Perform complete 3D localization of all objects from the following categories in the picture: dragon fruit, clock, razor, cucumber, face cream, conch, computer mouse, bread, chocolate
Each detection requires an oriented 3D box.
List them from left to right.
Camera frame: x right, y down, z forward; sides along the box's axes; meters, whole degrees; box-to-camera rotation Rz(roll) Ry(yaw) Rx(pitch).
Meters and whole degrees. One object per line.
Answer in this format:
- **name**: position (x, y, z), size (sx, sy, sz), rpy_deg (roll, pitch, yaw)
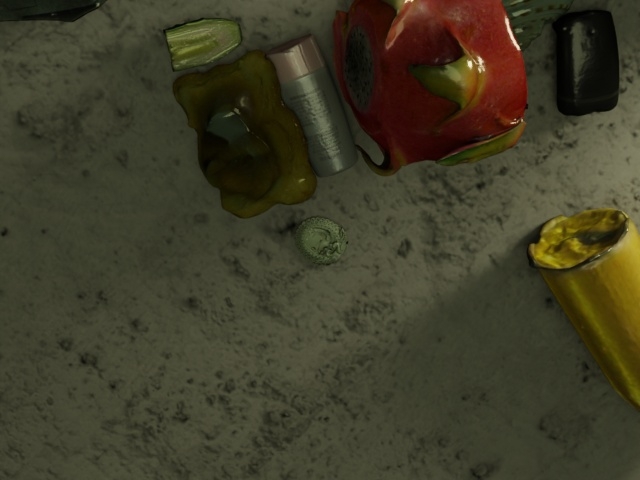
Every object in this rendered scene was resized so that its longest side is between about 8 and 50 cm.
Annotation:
- **computer mouse**: position (-0.380, -0.363, 1.326), size (0.231, 0.071, 0.126), rpy_deg (-2, 126, 9)
- **cucumber**: position (-0.164, -0.283, 1.382), size (0.107, 0.035, 0.067), rpy_deg (-14, 122, -5)
- **bread**: position (-0.109, -0.140, 1.397), size (0.161, 0.088, 0.233), rpy_deg (-16, 112, 29)
- **face cream**: position (-0.011, -0.191, 1.413), size (0.084, 0.057, 0.198), rpy_deg (-19, 109, 9)
- **clock**: position (0.000, 0.000, 1.512), size (0.083, 0.010, 0.074), rpy_deg (36, 107, -14)
- **dragon fruit**: position (0.126, -0.225, 1.278), size (0.189, 0.290, 0.290), rpy_deg (-19, 112, -16)
- **conch**: position (0.267, -0.351, 1.319), size (0.172, 0.131, 0.200), rpy_deg (-9, 112, 2)
- **razor**: position (0.380, -0.254, 1.401), size (0.090, 0.054, 0.148), rpy_deg (-11, 112, -6)
- **chocolate**: position (0.479, 0.156, 1.527), size (0.162, 0.162, 0.445), rpy_deg (-29, 114, 9)
